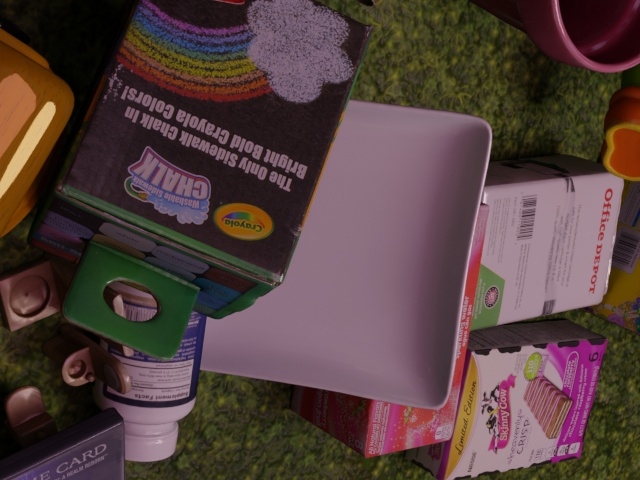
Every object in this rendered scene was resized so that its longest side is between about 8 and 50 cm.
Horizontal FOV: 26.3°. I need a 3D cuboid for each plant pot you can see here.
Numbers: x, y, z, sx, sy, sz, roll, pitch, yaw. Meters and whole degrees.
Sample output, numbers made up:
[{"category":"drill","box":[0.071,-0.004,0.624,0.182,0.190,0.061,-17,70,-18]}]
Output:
[{"category":"plant pot","box":[0.231,-0.277,1.332,0.201,0.180,0.201,-16,117,-35]}]

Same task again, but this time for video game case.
[{"category":"video game case","box":[-0.257,0.284,1.198,0.196,0.026,0.274,-24,137,-31]}]

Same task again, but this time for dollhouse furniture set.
[{"category":"dollhouse furniture set","box":[-0.245,0.115,1.128,0.151,0.123,0.144,-25,121,-30]}]

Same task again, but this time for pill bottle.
[{"category":"pill bottle","box":[-0.154,0.106,1.221,0.094,0.094,0.169,-3,109,-39]}]

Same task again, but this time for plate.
[{"category":"plate","box":[0.000,0.000,1.246,0.045,0.277,0.278,-61,160,-73]}]

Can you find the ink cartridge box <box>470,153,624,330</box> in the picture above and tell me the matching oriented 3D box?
[{"category":"ink cartridge box","box":[0.215,-0.002,1.484,0.219,0.093,0.160,-7,112,-38]}]

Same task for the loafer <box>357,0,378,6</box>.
[{"category":"loafer","box":[-0.005,-0.243,1.238,0.148,0.056,0.050,23,92,-33]}]

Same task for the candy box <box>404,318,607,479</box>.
[{"category":"candy box","box":[0.217,0.180,1.573,0.233,0.071,0.159,-2,108,-39]}]

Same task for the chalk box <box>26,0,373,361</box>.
[{"category":"chalk box","box":[-0.108,-0.052,1.053,0.180,0.179,0.289,25,72,-12]}]

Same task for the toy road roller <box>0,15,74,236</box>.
[{"category":"toy road roller","box":[-0.313,-0.111,0.904,0.329,0.241,0.202,33,85,-42]}]

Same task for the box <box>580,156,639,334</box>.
[{"category":"box","box":[0.462,-0.009,1.633,0.279,0.177,0.290,21,93,-43]}]

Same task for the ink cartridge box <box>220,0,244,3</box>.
[{"category":"ink cartridge box","box":[-0.162,-0.254,0.967,0.225,0.181,0.056,7,134,-12]}]

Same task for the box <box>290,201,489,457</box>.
[{"category":"box","box":[0.066,0.070,1.367,0.123,0.128,0.256,-5,111,-39]}]

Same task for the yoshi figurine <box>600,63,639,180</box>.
[{"category":"yoshi figurine","box":[0.417,-0.215,1.483,0.204,0.203,0.362,27,60,-11]}]
